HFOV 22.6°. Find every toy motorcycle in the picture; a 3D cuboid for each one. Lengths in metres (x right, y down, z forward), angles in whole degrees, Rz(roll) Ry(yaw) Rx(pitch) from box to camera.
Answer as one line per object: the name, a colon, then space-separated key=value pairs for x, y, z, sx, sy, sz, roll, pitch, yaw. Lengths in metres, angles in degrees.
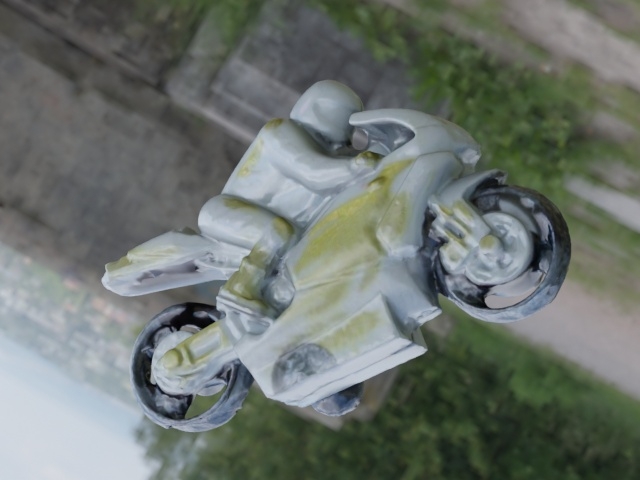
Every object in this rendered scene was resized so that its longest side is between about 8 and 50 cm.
toy motorcycle: x=0.000 y=0.000 z=0.753 sx=0.229 sy=0.151 sz=0.074 roll=-21 pitch=161 yaw=20
